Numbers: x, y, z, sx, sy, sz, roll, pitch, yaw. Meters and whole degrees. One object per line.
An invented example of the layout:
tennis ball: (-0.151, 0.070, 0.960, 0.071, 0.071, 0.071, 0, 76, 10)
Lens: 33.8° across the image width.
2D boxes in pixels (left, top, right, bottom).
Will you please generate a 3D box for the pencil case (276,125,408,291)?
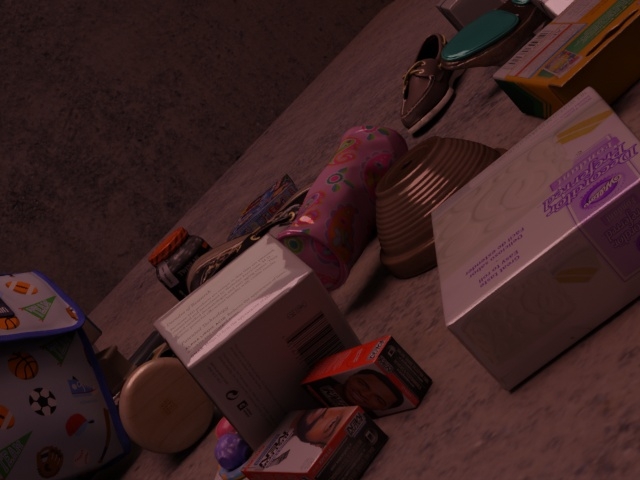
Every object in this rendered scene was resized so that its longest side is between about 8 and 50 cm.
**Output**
pencil case: (0.035, -0.054, 1.551, 0.124, 0.124, 0.284, -30, 22, 45)

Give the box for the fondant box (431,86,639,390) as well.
fondant box: (0.238, -0.018, 1.079, 0.238, 0.096, 0.330, -40, 14, 16)

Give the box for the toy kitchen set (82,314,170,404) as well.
toy kitchen set: (-0.395, 0.214, 2.011, 0.122, 0.207, 0.166, -34, 15, 33)

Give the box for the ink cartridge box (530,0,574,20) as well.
ink cartridge box: (0.415, -0.426, 1.767, 0.109, 0.063, 0.150, -42, 54, 8)

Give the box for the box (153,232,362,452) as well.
box: (-0.064, 0.125, 1.243, 0.182, 0.181, 0.119, -39, 35, -9)

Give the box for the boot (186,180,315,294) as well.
boot: (-0.045, 0.050, 1.637, 0.377, 0.138, 0.284, -27, 23, 7)

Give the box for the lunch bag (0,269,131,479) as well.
lunch bag: (-0.537, 0.235, 1.708, 0.328, 0.385, 0.239, -7, -23, -47)

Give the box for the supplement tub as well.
supplement tub: (-0.231, 0.072, 2.008, 0.117, 0.190, 0.117, -41, 13, 12)

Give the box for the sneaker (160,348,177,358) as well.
sneaker: (-0.238, 0.215, 1.788, 0.051, 0.089, 0.170, -44, 13, -19)

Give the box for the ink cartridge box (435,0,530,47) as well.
ink cartridge box: (0.316, -0.435, 2.074, 0.087, 0.153, 0.208, -42, 12, 9)

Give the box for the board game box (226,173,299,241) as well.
board game box: (-0.109, -0.072, 2.407, 0.194, 0.060, 0.194, -37, 14, 21)

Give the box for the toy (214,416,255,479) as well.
toy: (-0.093, 0.238, 1.349, 0.137, 0.056, 0.237, -36, 14, 32)

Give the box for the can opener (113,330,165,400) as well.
can opener: (-0.413, 0.273, 2.130, 0.283, 0.095, 0.076, -51, 16, -31)

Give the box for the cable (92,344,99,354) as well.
cable: (-0.585, 0.294, 2.223, 0.257, 0.257, 0.089, -47, 18, -20)

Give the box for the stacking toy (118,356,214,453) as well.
stacking toy: (-0.268, 0.261, 1.685, 0.141, 0.141, 0.330, -47, 7, -17)

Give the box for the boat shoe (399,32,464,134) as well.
boat shoe: (0.215, -0.324, 2.143, 0.116, 0.097, 0.324, -33, 16, 37)

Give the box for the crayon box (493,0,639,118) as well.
crayon box: (0.379, -0.261, 1.466, 0.203, 0.083, 0.323, -43, 12, 3)

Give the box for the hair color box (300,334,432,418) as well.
hair color box: (0.048, 0.155, 1.150, 0.141, 0.072, 0.043, -28, 19, 51)

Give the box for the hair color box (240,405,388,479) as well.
hair color box: (-0.010, 0.229, 1.130, 0.093, 0.053, 0.167, -49, 15, -28)

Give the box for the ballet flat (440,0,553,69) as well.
ballet flat: (0.356, -0.382, 1.884, 0.316, 0.106, 0.107, -40, 37, -4)

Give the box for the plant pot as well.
plant pot: (0.153, -0.066, 1.467, 0.237, 0.110, 0.237, -42, 12, 11)
